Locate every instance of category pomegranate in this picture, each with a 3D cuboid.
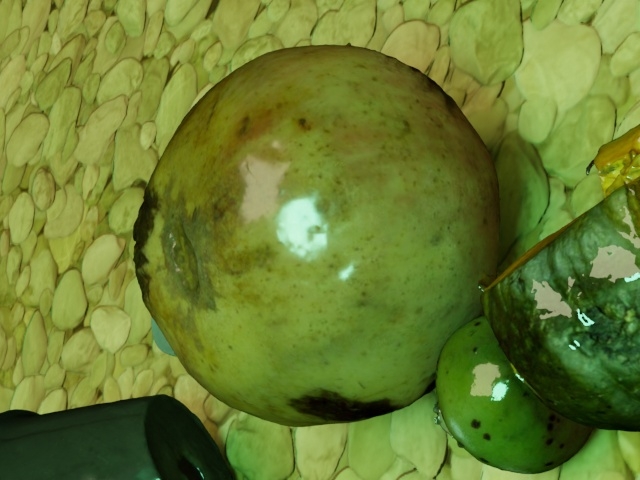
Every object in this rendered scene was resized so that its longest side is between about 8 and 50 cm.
[{"bbox_3d":[0.143,0.110,1.166,0.130,0.130,0.130,-27,53,44],"label":"pomegranate"},{"bbox_3d":[0.000,0.000,1.269,0.322,0.322,0.322,-27,53,44],"label":"pomegranate"}]

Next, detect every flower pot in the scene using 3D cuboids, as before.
[{"bbox_3d":[-0.178,0.247,1.450,0.166,0.269,0.269,-28,50,16],"label":"flower pot"}]

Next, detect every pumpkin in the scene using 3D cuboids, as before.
[{"bbox_3d":[0.207,-0.008,1.076,0.139,0.190,0.280,-37,46,39],"label":"pumpkin"}]

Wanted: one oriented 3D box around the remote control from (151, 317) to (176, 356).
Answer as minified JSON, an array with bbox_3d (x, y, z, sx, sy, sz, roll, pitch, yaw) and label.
[{"bbox_3d":[-0.081,0.054,1.543,0.247,0.052,0.104,-16,62,48],"label":"remote control"}]
